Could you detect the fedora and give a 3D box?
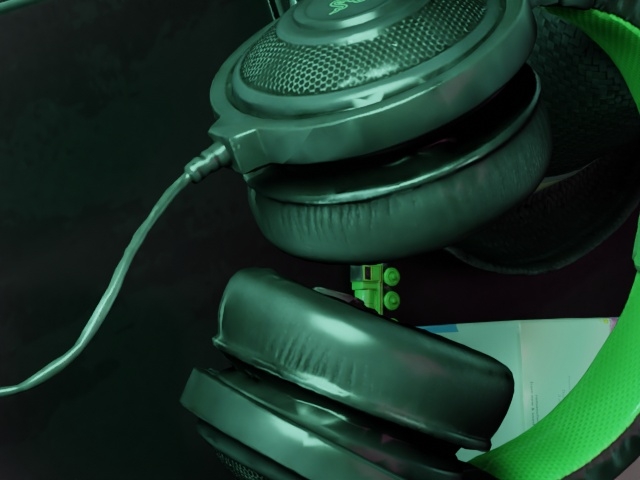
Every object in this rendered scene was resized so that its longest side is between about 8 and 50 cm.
[{"bbox_3d":[0.140,-0.146,0.900,0.334,0.152,0.334,7,79,-41],"label":"fedora"}]

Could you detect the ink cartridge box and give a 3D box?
[{"bbox_3d":[0.118,0.085,0.905,0.143,0.092,0.090,0,85,-42],"label":"ink cartridge box"}]

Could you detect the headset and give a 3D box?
[{"bbox_3d":[0.000,0.000,0.730,0.394,0.185,0.243,-3,105,-35],"label":"headset"}]

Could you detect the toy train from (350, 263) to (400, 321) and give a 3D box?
[{"bbox_3d":[0.026,0.022,0.881,0.024,0.017,0.083,3,83,-31],"label":"toy train"}]
